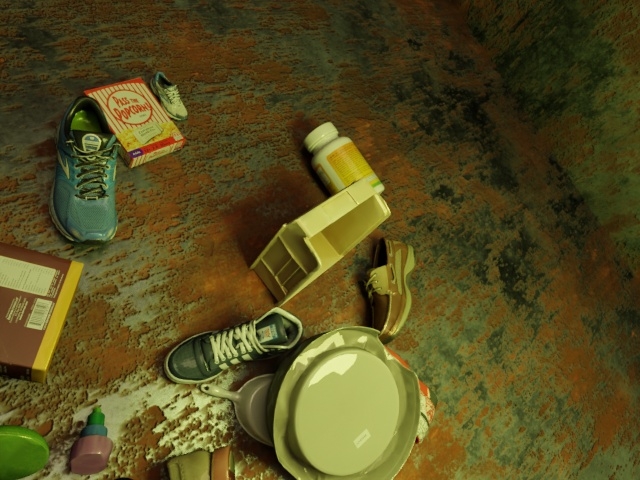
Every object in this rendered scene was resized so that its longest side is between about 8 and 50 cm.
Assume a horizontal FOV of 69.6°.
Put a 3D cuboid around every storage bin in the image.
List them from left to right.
[{"bbox_3d":[0.000,0.000,1.091,0.262,0.260,0.123,-35,84,-39],"label":"storage bin"}]

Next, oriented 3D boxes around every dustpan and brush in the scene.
[{"bbox_3d":[-0.146,0.336,0.962,0.211,0.060,0.147,27,67,-26],"label":"dustpan and brush"}]

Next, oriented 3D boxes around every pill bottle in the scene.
[{"bbox_3d":[0.060,-0.207,1.311,0.136,0.136,0.246,-32,86,-39],"label":"pill bottle"}]

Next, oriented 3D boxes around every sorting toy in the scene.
[{"bbox_3d":[-0.520,0.293,0.731,0.365,0.127,0.126,16,29,-28],"label":"sorting toy"}]

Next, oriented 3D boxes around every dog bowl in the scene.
[{"bbox_3d":[0.044,0.351,0.965,0.348,0.102,0.349,2,86,-27],"label":"dog bowl"}]

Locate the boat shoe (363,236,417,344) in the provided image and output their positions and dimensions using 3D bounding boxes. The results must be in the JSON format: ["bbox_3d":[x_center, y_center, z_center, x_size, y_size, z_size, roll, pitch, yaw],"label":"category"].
[{"bbox_3d":[0.171,0.123,1.237,0.119,0.122,0.324,29,46,-11],"label":"boat shoe"}]

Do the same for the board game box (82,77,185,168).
[{"bbox_3d":[-0.439,-0.281,1.089,0.146,0.045,0.193,-36,88,-39],"label":"board game box"}]

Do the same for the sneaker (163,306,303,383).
[{"bbox_3d":[-0.166,0.211,0.942,0.282,0.153,0.099,-7,70,-35],"label":"sneaker"}]

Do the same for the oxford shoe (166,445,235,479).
[{"bbox_3d":[-0.212,0.547,0.791,0.130,0.123,0.348,-3,67,-5],"label":"oxford shoe"}]

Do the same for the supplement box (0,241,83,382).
[{"bbox_3d":[-0.535,0.118,0.770,0.194,0.129,0.191,19,58,-24],"label":"supplement box"}]

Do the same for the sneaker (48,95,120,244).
[{"bbox_3d":[-0.479,-0.149,0.932,0.129,0.147,0.330,-4,69,-34],"label":"sneaker"}]

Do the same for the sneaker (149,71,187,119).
[{"bbox_3d":[-0.382,-0.366,1.161,0.135,0.058,0.052,52,51,0],"label":"sneaker"}]

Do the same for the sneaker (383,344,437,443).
[{"bbox_3d":[0.167,0.371,1.114,0.270,0.090,0.145,44,49,-10],"label":"sneaker"}]

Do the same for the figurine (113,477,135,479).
[{"bbox_3d":[-0.312,0.471,0.680,0.092,0.209,0.215,32,54,-15],"label":"figurine"}]
